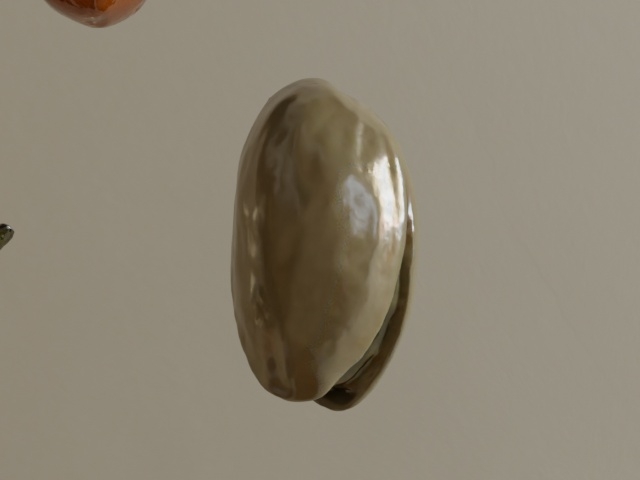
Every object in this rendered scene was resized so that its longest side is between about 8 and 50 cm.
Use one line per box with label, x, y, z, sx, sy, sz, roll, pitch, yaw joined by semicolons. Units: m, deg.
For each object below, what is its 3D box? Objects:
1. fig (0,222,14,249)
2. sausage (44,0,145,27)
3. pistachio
fig;-0.296;0.021;0.905;0.177;0.117;0.117;-8;-103;3
sausage;-0.143;-0.202;0.909;0.089;0.179;0.089;6;-58;11
pistachio;0.000;0.000;0.900;0.136;0.136;0.226;-2;-100;11
